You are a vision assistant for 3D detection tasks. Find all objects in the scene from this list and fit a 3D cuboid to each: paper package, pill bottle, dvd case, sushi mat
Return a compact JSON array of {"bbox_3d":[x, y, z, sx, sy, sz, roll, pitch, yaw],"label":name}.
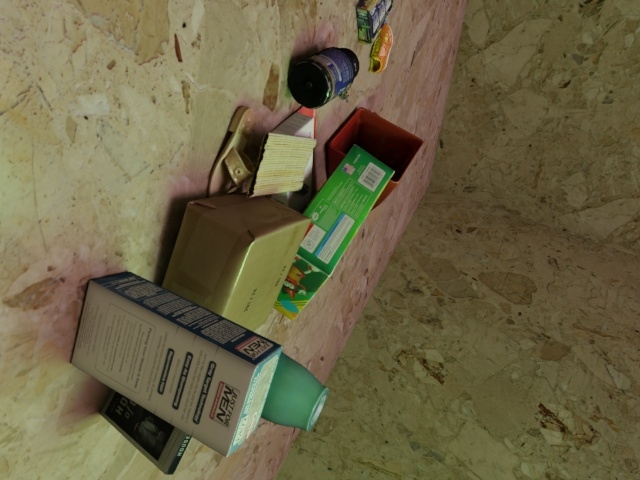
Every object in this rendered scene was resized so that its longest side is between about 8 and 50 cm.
[{"bbox_3d":[-0.200,0.071,1.102,0.309,0.168,0.325,-27,142,-65],"label":"paper package"},{"bbox_3d":[0.018,-0.437,1.264,0.219,0.122,0.123,-47,153,-47],"label":"pill bottle"},{"bbox_3d":[-0.330,0.319,0.960,0.029,0.238,0.179,39,73,-54],"label":"dvd case"},{"bbox_3d":[-0.086,-0.186,1.187,0.316,0.019,0.152,-25,135,-69],"label":"sushi mat"}]

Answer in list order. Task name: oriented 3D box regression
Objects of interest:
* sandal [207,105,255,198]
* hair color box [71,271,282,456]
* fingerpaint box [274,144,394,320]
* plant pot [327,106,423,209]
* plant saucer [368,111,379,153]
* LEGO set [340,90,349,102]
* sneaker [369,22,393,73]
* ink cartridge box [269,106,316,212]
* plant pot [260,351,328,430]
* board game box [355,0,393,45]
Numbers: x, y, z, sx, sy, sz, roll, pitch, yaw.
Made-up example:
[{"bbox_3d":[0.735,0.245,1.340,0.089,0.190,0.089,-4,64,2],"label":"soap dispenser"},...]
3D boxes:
[{"bbox_3d":[-0.178,-0.174,1.072,0.240,0.079,0.088,-70,163,8],"label":"sandal"},{"bbox_3d":[-0.257,0.203,0.844,0.105,0.347,0.174,-16,127,-68],"label":"hair color box"},{"bbox_3d":[0.005,-0.020,1.488,0.445,0.163,0.371,-56,180,-33],"label":"fingerpaint box"},{"bbox_3d":[0.171,-0.270,1.739,0.267,0.267,0.236,-54,172,-37],"label":"plant pot"},{"bbox_3d":[0.214,-0.407,1.911,0.200,0.037,0.200,8,90,-88],"label":"plant saucer"},{"bbox_3d":[0.074,-0.483,1.552,0.054,0.023,0.083,-52,144,-46],"label":"LEGO set"},{"bbox_3d":[0.209,-0.662,1.663,0.067,0.064,0.175,-40,146,-37],"label":"sneaker"},{"bbox_3d":[-0.053,-0.234,1.393,0.261,0.066,0.296,-52,157,-39],"label":"ink cartridge box"},{"bbox_3d":[-0.118,0.616,1.906,0.272,0.255,0.272,-55,158,-34],"label":"plant pot"},{"bbox_3d":[0.170,-0.724,1.495,0.170,0.048,0.141,-62,160,-18],"label":"board game box"}]
